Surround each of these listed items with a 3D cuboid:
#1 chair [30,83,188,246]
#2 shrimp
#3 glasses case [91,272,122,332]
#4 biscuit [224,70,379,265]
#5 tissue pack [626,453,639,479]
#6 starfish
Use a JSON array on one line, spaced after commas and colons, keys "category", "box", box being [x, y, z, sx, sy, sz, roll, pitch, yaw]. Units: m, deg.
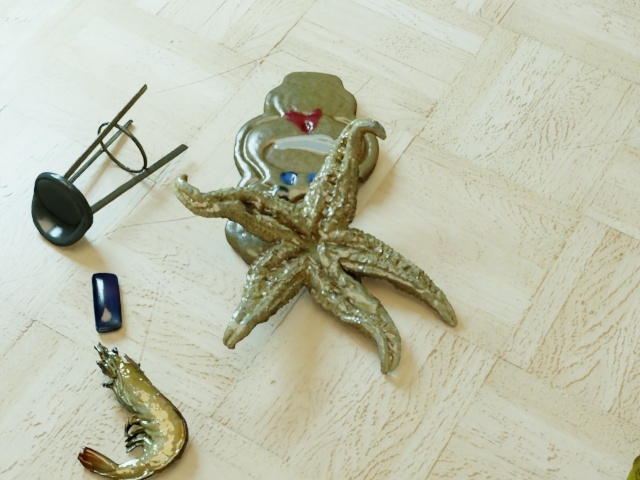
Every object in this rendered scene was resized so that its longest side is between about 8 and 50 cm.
[{"category": "chair", "box": [-0.280, -0.098, 1.623, 0.104, 0.095, 0.221, 22, 57, 28]}, {"category": "shrimp", "box": [-0.233, 0.202, 1.452, 0.124, 0.034, 0.178, -38, 68, -18]}, {"category": "glasses case", "box": [-0.259, 0.072, 1.546, 0.033, 0.023, 0.083, -8, 56, -5]}, {"category": "biscuit", "box": [-0.032, -0.099, 1.665, 0.183, 0.047, 0.320, 23, 58, 17]}, {"category": "tissue pack", "box": [0.435, 0.319, 1.288, 0.134, 0.192, 0.271, -29, 60, -22]}, {"category": "starfish", "box": [-0.002, 0.001, 1.546, 0.375, 0.094, 0.327, 16, 71, -9]}]
